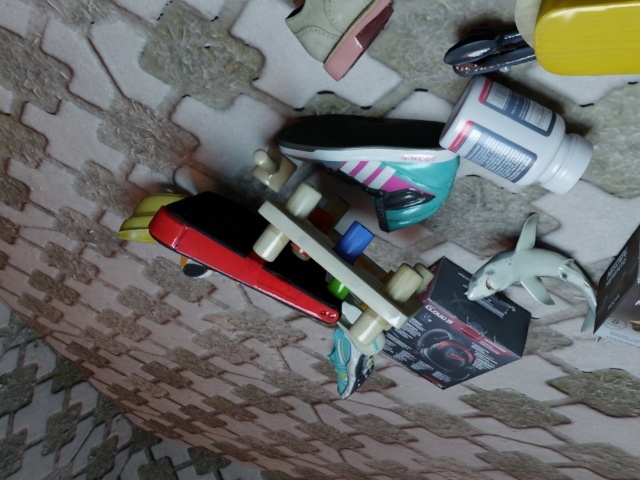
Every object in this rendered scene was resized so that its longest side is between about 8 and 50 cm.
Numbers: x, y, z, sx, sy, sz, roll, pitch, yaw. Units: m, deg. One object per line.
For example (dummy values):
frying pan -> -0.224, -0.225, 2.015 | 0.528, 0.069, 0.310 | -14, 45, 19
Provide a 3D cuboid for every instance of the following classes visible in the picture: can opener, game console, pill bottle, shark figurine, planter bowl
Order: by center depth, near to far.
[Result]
can opener -> 0.247, -0.241, 0.735 | 0.186, 0.073, 0.059 | -7, 126, 26
pill bottle -> 0.264, -0.137, 0.809 | 0.180, 0.108, 0.108 | 28, 145, 0
shark figurine -> 0.376, 0.058, 1.021 | 0.278, 0.166, 0.116 | 20, 174, -16
game console -> -0.114, 0.021, 1.102 | 0.342, 0.060, 0.386 | 30, -170, -3
planter bowl -> -0.329, -0.050, 1.298 | 0.217, 0.090, 0.217 | 1, 172, 0

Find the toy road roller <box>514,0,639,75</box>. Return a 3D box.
toy road roller -> 0.368, -0.212, 0.574 | 0.329, 0.202, 0.240 | 7, 151, 24

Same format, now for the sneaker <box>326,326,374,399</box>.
sneaker -> 0.074, 0.314, 1.547 | 0.110, 0.107, 0.275 | 34, 145, 25

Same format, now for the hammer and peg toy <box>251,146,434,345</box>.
hammer and peg toy -> 0.000, 0.000, 0.914 | 0.361, 0.127, 0.266 | 40, -172, 12

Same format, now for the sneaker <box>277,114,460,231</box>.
sneaker -> 0.080, -0.103, 0.973 | 0.295, 0.124, 0.178 | 9, 132, 23

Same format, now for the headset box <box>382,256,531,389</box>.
headset box -> 0.257, 0.173, 1.207 | 0.218, 0.110, 0.293 | 32, 145, -7

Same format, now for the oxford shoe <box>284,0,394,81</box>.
oxford shoe -> 0.050, -0.333, 0.694 | 0.130, 0.123, 0.348 | 37, 143, -4

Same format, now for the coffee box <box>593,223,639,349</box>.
coffee box -> 0.591, 0.105, 0.892 | 0.297, 0.119, 0.168 | 19, 145, 11

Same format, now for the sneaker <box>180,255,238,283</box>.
sneaker -> -0.182, 0.042, 1.346 | 0.262, 0.099, 0.121 | 6, -175, 30

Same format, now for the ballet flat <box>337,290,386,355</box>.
ballet flat -> 0.048, 0.133, 1.243 | 0.248, 0.086, 0.086 | 45, 159, 38
